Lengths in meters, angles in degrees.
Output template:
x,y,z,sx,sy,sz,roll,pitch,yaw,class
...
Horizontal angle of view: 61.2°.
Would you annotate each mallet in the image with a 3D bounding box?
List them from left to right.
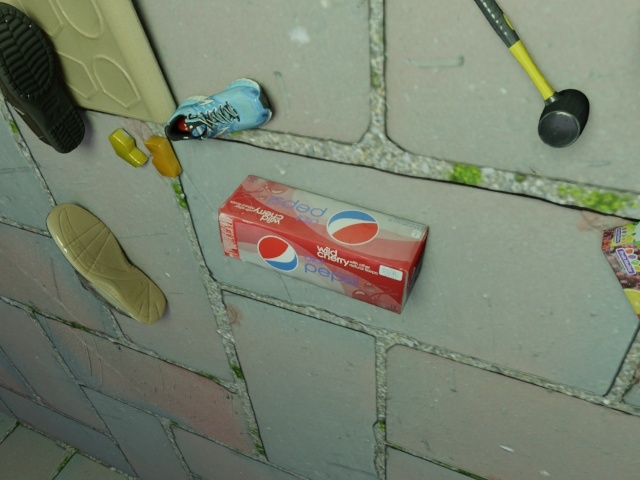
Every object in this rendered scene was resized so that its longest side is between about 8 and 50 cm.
x,y,z,sx,sy,sz,roll,pitch,yaw,class
0.181,-0.173,0.487,0.039,0.062,0.190,-30,94,44,mallet

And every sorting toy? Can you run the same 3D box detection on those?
x,y,z,sx,sy,sz,roll,pitch,yaw,class
-0.299,-0.227,0.736,0.229,0.041,0.307,13,141,26,sorting toy

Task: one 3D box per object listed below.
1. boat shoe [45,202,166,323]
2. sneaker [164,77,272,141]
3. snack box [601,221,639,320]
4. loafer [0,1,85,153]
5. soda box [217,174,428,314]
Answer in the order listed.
x,y,z,sx,sy,sz,roll,pitch,yaw,class
-0.415,0.055,1.023,0.092,0.103,0.285,-15,125,35,boat shoe
-0.129,-0.148,0.669,0.162,0.073,0.063,-6,125,36,sneaker
0.369,0.039,0.557,0.100,0.037,0.141,-21,116,41,snack box
-0.401,-0.210,0.727,0.078,0.080,0.220,19,143,18,loafer
0.000,0.000,0.712,0.263,0.092,0.083,17,137,17,soda box
